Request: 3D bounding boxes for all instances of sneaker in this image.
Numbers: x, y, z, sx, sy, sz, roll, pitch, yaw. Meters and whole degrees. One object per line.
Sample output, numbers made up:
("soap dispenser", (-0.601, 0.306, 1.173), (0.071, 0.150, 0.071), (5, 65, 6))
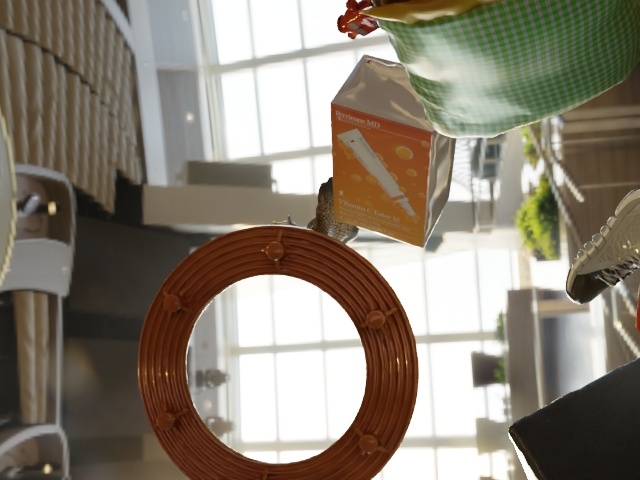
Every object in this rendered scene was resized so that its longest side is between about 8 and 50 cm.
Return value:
("sneaker", (0.494, 0.037, 1.287), (0.228, 0.086, 0.132), (-63, 37, 24))

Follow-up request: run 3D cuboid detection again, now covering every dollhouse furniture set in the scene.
("dollhouse furniture set", (0.190, -0.117, 0.447), (0.197, 0.302, 0.151), (46, -152, -54))

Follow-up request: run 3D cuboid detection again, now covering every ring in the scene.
("ring", (-0.056, 0.149, 0.923), (0.032, 0.337, 0.336), (-2, -92, -77))

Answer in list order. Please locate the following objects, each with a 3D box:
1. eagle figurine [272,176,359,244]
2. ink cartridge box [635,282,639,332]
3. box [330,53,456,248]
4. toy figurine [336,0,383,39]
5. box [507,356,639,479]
("eagle figurine", (-0.011, -0.002, 1.929), (0.298, 0.225, 0.226), (140, 125, -63))
("ink cartridge box", (0.404, -0.102, 0.567), (0.091, 0.308, 0.384), (61, -141, -68))
("box", (0.152, -0.177, 1.653), (0.345, 0.215, 0.168), (86, -151, -50))
("toy figurine", (0.104, -0.485, 1.427), (0.210, 0.148, 0.213), (-34, -77, -40))
("box", (0.425, 0.374, 0.613), (0.479, 0.298, 0.471), (61, -177, -37))
